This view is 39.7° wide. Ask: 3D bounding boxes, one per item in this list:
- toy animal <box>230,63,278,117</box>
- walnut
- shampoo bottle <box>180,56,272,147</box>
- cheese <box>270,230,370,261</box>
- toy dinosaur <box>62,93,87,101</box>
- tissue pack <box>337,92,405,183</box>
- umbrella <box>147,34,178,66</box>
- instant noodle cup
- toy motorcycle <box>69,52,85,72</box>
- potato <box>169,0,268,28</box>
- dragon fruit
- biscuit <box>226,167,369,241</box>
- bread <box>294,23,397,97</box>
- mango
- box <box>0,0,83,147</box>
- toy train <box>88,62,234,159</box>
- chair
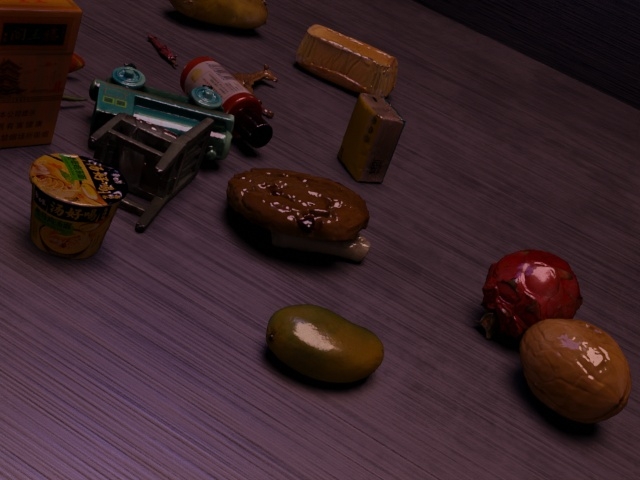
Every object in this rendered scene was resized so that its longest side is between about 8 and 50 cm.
[{"bbox_3d":[-0.175,-0.374,2.152,0.149,0.054,0.275,18,28,-12],"label":"toy animal"},{"bbox_3d":[0.422,0.212,1.481,0.159,0.159,0.207,1,29,-33],"label":"walnut"},{"bbox_3d":[-0.200,-0.297,1.950,0.104,0.104,0.278,-6,39,-40],"label":"shampoo bottle"},{"bbox_3d":[0.000,0.000,1.656,0.194,0.043,0.065,9,30,-21],"label":"cheese"},{"bbox_3d":[-0.689,-0.294,1.691,0.300,0.087,0.447,-7,-12,31],"label":"toy dinosaur"},{"bbox_3d":[0.109,-0.228,1.982,0.082,0.169,0.120,0,37,-30],"label":"tissue pack"},{"bbox_3d":[-0.389,-0.473,2.198,0.027,0.025,0.165,-23,46,-23],"label":"umbrella"},{"bbox_3d":[-0.389,-0.050,1.397,0.151,0.122,0.151,15,28,-9],"label":"instant noodle cup"},{"bbox_3d":[-0.650,-0.402,1.836,0.298,0.089,0.171,-11,44,-46],"label":"toy motorcycle"},{"bbox_3d":[-0.287,-0.673,2.480,0.300,0.140,0.173,4,38,-36],"label":"potato"},{"bbox_3d":[0.385,0.099,1.630,0.209,0.172,0.172,-13,43,-27],"label":"dragon fruit"},{"bbox_3d":[-0.040,-0.078,1.671,0.295,0.075,0.296,12,16,-3],"label":"biscuit"},{"bbox_3d":[0.075,-0.492,2.448,0.288,0.119,0.152,25,32,6],"label":"bread"},{"bbox_3d":[0.009,0.159,1.356,0.191,0.086,0.122,18,26,-6],"label":"mango"},{"bbox_3d":[-0.534,-0.293,1.542,0.076,0.274,0.174,42,34,27],"label":"box"},{"bbox_3d":[-0.316,-0.239,1.774,0.298,0.120,0.194,12,38,-18],"label":"toy train"},{"bbox_3d":[-0.314,-0.149,1.594,0.147,0.136,0.270,24,31,1],"label":"chair"}]
